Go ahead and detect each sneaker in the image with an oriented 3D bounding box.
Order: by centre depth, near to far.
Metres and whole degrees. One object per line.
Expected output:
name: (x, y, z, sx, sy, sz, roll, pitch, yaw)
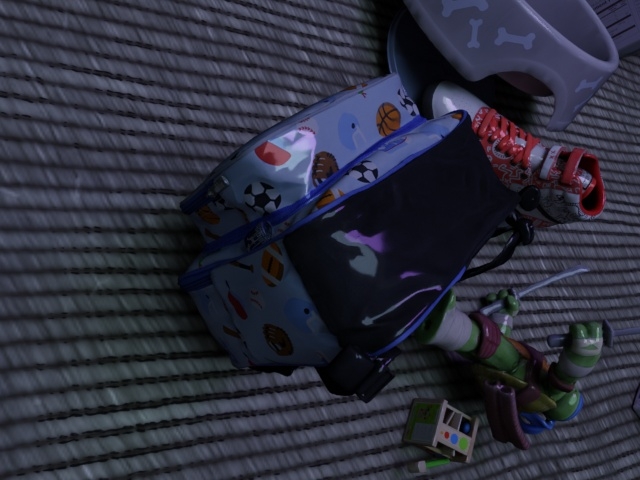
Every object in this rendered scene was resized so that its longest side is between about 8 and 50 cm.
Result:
sneaker: (0.260, -0.117, 0.726, 0.270, 0.145, 0.090, 44, 68, -25)

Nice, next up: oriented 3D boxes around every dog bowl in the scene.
dog bowl: (0.263, -0.316, 0.770, 0.349, 0.102, 0.348, 22, 46, -25)

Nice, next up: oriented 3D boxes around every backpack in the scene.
backpack: (0.000, 0.000, 0.487, 0.277, 0.263, 0.213, -31, 88, -41)

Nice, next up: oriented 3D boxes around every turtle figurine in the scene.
turtle figurine: (0.227, 0.085, 0.649, 0.267, 0.274, 0.197, 24, 29, -19)

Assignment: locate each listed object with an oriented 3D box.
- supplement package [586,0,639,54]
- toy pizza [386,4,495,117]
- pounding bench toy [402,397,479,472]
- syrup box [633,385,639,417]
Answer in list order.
supplement package: (0.621, -0.445, 1.023, 0.262, 0.204, 0.145, -20, 89, -34)
toy pizza: (0.167, -0.237, 0.787, 0.202, 0.032, 0.201, 6, 80, -32)
pounding bench toy: (0.134, 0.231, 0.635, 0.065, 0.052, 0.083, 33, 63, -21)
syrup box: (0.606, 0.312, 0.884, 0.236, 0.093, 0.096, 50, 58, -12)
